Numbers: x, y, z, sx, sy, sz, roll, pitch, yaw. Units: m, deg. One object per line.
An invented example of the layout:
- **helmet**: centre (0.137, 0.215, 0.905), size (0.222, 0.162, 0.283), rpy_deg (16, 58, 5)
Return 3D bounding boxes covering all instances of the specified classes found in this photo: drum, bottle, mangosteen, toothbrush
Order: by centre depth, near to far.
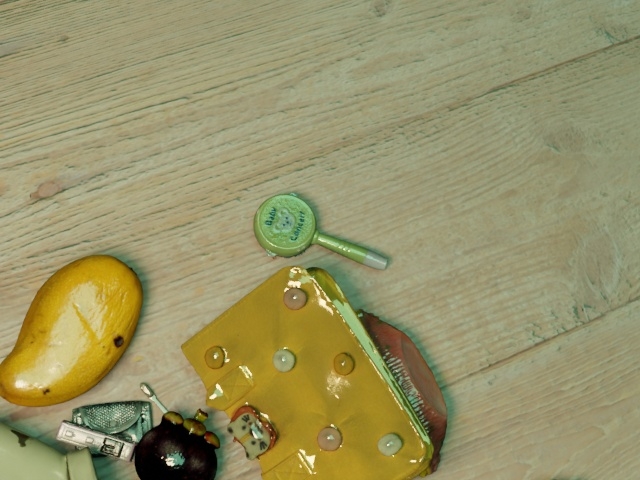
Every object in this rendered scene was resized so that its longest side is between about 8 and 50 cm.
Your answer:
- **bottle**: centre (-0.408, 0.417, 1.406), size (0.351, 0.229, 0.229), rpy_deg (24, 69, -2)
- **mangosteen**: centre (-0.227, 0.343, 1.504), size (0.137, 0.137, 0.151), rpy_deg (26, 70, -1)
- **toothbrush**: centre (-0.243, 0.315, 1.572), size (0.014, 0.017, 0.194), rpy_deg (-40, 85, -14)
- **drum**: centre (0.002, -0.020, 1.711), size (0.253, 0.049, 0.130), rpy_deg (7, 71, -8)

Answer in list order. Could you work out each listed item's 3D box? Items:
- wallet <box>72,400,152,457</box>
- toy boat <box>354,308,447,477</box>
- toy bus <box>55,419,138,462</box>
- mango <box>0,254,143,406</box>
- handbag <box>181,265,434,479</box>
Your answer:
- **wallet**: centre (-0.347, 0.314, 1.548), size (0.129, 0.026, 0.088), rpy_deg (-4, 73, -12)
- **toy boat**: centre (0.146, 0.252, 1.625), size (0.141, 0.099, 0.318), rpy_deg (-5, 66, -55)
- **toy bus**: centre (-0.362, 0.325, 1.502), size (0.130, 0.052, 0.037), rpy_deg (19, 78, -6)
- **mango**: centre (-0.413, 0.155, 1.544), size (0.177, 0.120, 0.295), rpy_deg (36, 71, -5)
- **handbag**: centre (-0.024, 0.266, 1.529), size (0.283, 0.133, 0.401), rpy_deg (-35, 81, 12)
